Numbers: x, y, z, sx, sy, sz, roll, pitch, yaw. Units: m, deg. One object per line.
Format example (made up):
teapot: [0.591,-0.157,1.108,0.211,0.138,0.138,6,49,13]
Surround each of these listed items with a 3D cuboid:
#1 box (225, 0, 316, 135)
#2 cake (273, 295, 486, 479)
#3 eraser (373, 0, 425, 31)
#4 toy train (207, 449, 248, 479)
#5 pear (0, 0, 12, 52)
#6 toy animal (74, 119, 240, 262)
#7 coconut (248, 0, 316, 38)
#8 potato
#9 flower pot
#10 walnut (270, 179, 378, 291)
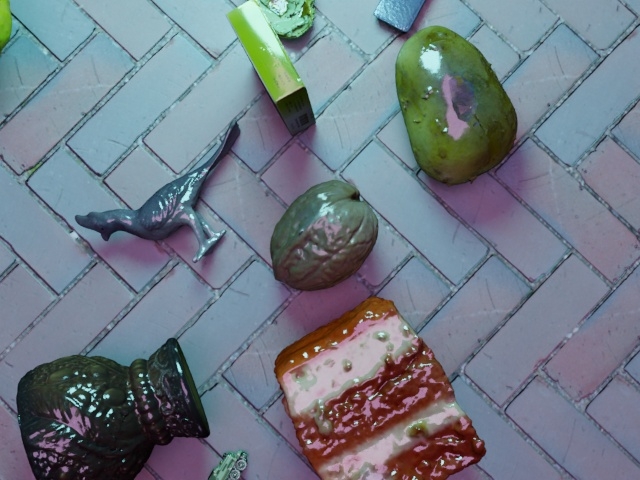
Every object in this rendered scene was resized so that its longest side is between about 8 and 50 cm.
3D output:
box: [-0.082,-0.303,1.138,0.062,0.260,0.175,-29,86,1]
cake: [0.085,0.286,1.096,0.270,0.270,0.319,-30,85,-2]
eraser: [0.190,-0.527,1.263,0.082,0.036,0.224,28,87,2]
toy train: [-0.175,0.440,1.203,0.053,0.033,0.083,30,87,6]
pear: [-0.735,-0.421,1.102,0.392,0.391,0.390,0,86,0]
toy animal: [-0.266,-0.059,1.213,0.367,0.081,0.205,-33,88,-6]
coconut: [-0.072,-0.475,1.252,0.133,0.055,0.158,-32,88,-3]
potato: [0.249,-0.258,1.178,0.210,0.173,0.307,-23,89,1]
flower pot: [-0.352,0.308,1.111,0.267,0.266,0.266,-19,86,-11]
walnut: [0.000,0.000,1.170,0.230,0.178,0.178,-41,87,9]
